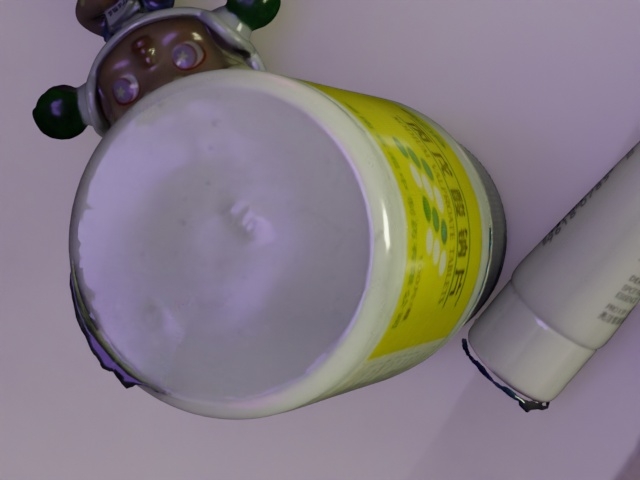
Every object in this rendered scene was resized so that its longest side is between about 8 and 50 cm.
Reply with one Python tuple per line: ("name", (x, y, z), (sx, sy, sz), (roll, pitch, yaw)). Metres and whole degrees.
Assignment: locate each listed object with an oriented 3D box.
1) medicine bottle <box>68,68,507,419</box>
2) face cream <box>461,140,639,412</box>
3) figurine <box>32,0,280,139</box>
("medicine bottle", (0.000, 0.000, 0.773), (0.143, 0.258, 0.143), (0, 91, 17))
("face cream", (0.164, -0.023, 0.814), (0.058, 0.092, 0.243), (44, 109, 18))
("figurine", (-0.090, -0.104, 0.887), (0.147, 0.093, 0.197), (-29, 81, 6))
